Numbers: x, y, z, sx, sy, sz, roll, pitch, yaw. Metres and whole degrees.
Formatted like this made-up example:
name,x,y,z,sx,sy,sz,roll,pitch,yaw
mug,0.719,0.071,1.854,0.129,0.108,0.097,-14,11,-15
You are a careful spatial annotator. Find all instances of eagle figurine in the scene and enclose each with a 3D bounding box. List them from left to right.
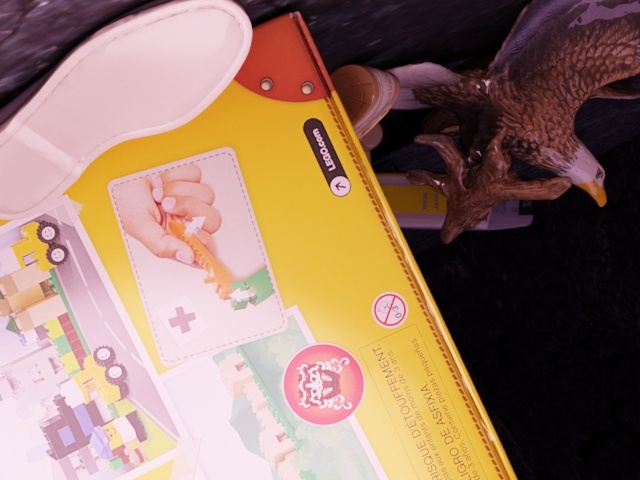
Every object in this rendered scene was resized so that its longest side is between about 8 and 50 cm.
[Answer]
name,x,y,z,sx,sy,sz,roll,pitch,yaw
eagle figurine,0.197,-0.129,1.562,0.226,0.225,0.298,18,-122,31

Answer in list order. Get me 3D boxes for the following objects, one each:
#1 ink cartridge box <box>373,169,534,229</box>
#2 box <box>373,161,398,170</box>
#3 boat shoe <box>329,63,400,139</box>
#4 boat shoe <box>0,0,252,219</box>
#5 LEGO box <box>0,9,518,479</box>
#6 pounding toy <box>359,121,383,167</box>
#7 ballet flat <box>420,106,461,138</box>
name,x,y,z,sx,sy,sz,roll,pitch,yaw
ink cartridge box,0.060,-0.046,1.970,0.307,0.072,0.303,4,-176,15
box,-0.002,-0.026,2.254,0.233,0.044,0.159,-25,175,4
boat shoe,-0.001,-0.089,1.461,0.170,0.063,0.059,-29,168,38
boat shoe,-0.123,-0.089,1.003,0.206,0.075,0.065,-33,-145,26
LEGO box,-0.087,0.163,1.146,0.372,0.500,0.193,-23,175,-8
pounding toy,0.000,0.000,1.587,0.269,0.155,0.154,-63,-170,-11
ballet flat,0.217,-0.156,1.843,0.250,0.058,0.084,-26,174,20
